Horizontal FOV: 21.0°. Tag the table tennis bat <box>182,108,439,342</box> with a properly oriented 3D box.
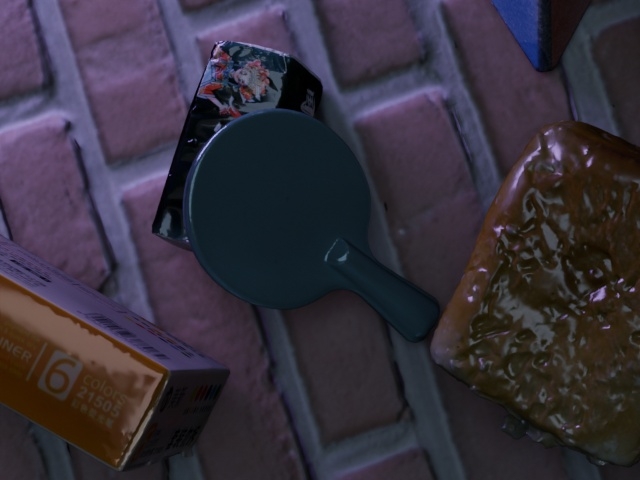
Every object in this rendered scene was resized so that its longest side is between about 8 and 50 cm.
[{"bbox_3d":[0.000,0.000,1.357,0.244,0.040,0.153,38,77,-21],"label":"table tennis bat"}]

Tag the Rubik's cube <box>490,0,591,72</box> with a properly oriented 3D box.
[{"bbox_3d":[0.174,-0.320,1.377,0.229,0.228,0.233,30,131,-26],"label":"Rubik's cube"}]

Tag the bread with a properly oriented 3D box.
[{"bbox_3d":[0.209,0.045,1.318,0.195,0.176,0.246,30,102,20],"label":"bread"}]

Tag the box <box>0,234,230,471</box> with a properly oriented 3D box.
[{"bbox_3d":[-0.220,0.072,1.343,0.274,0.221,0.091,29,91,11],"label":"box"}]

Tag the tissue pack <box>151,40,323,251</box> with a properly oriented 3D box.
[{"bbox_3d":[-0.065,-0.069,1.399,0.090,0.103,0.170,14,85,15],"label":"tissue pack"}]
